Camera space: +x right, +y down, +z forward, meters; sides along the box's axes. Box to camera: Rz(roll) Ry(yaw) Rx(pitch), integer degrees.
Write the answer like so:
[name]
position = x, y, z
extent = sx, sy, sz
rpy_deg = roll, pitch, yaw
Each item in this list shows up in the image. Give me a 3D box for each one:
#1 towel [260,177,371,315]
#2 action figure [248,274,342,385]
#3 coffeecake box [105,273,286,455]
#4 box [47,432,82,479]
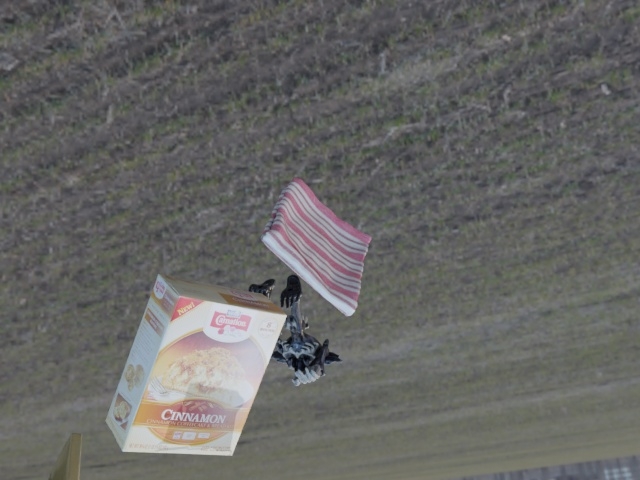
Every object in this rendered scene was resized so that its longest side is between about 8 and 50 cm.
[towel]
position = 0.000, 0.000, 0.990
extent = 0.144, 0.197, 0.029
rpy_deg = 40, 114, -11
[action figure]
position = -0.061, 0.200, 1.492
extent = 0.164, 0.141, 0.275
rpy_deg = 3, 131, 25
[coffeecake box]
position = -0.141, 0.144, 0.885
extent = 0.142, 0.185, 0.068
rpy_deg = 14, -169, -37
[box]
position = -0.363, 0.395, 1.079
extent = 0.021, 0.201, 0.164
rpy_deg = 13, 136, -24
